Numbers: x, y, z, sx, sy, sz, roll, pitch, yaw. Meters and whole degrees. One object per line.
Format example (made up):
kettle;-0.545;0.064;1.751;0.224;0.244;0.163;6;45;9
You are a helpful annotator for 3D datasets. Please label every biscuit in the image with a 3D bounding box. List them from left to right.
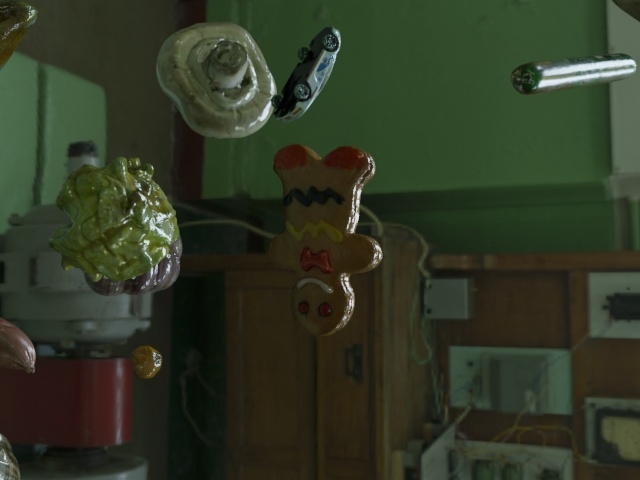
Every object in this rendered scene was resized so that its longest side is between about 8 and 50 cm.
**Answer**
biscuit;0.000;0.000;0.972;0.036;0.166;0.250;0;93;-59

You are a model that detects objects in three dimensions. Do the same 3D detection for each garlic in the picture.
garlic;-0.386;0.007;1.507;0.160;0.245;0.245;-66;171;29

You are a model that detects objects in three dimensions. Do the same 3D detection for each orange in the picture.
orange;-0.416;0.294;1.823;0.086;0.062;0.086;-4;90;-67

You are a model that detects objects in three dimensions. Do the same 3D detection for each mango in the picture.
mango;-0.710;-0.398;1.548;0.146;0.316;0.192;63;25;-17

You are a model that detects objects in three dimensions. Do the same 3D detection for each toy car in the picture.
toy car;-0.020;-0.298;1.358;0.056;0.095;0.204;38;66;-25

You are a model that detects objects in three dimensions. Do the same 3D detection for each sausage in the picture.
sausage;-0.667;0.119;1.300;0.087;0.433;0.088;-63;173;-14
sausage;0.271;-0.176;0.793;0.269;0.033;0.032;-17;106;-44

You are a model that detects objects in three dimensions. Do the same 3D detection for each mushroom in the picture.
mushroom;-0.205;-0.345;1.574;0.260;0.234;0.253;14;73;-23

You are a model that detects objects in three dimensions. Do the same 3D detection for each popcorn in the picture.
popcorn;-0.305;-0.036;1.133;0.185;0.167;0.187;-35;128;-58

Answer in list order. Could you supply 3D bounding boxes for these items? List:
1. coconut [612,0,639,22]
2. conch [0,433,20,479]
coconut;0.503;-0.388;1.049;0.224;0.224;0.224;-2;90;-68
conch;-0.601;0.374;1.264;0.291;0.210;0.158;77;10;-50
